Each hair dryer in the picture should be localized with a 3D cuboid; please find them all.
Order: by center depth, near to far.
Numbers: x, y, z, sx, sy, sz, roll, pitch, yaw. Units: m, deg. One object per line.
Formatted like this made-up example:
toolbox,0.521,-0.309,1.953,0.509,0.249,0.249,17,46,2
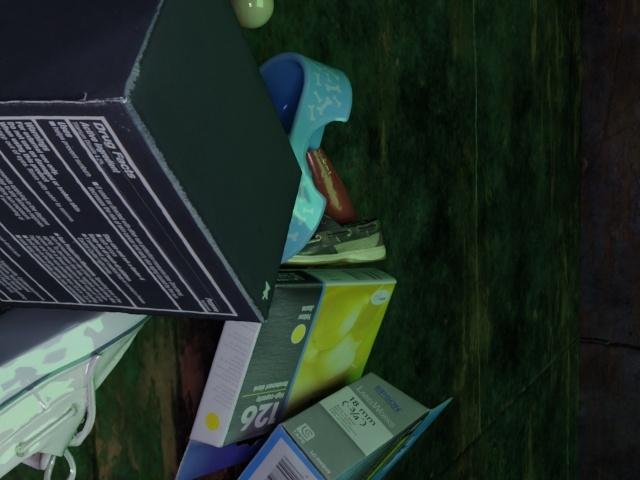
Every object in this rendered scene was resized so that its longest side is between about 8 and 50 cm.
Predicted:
hair dryer,-0.021,-0.009,1.224,0.223,0.080,0.293,11,84,-56

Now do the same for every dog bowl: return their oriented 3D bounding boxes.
dog bowl,-0.061,-0.114,1.090,0.074,0.166,0.297,28,70,-42

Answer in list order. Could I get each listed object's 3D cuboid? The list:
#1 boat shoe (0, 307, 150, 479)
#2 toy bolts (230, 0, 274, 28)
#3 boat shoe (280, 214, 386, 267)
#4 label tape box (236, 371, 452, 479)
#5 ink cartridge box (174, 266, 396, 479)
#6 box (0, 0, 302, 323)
boat shoe,-0.284,0.170,0.802,0.367,0.136,0.156,-41,126,-43
toy bolts,-0.092,-0.365,0.966,0.228,0.218,0.158,7,70,-49
boat shoe,0.001,0.000,1.170,0.223,0.080,0.073,-2,88,-39
label tape box,0.016,0.315,1.186,0.334,0.106,0.240,-16,146,-54
ink cartridge box,-0.039,0.187,1.151,0.303,0.072,0.307,0,109,-56
box,-0.200,-0.079,0.692,0.296,0.294,0.182,67,31,-54
